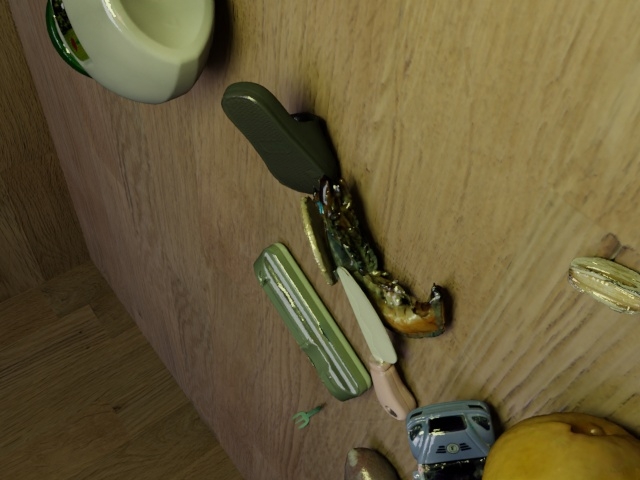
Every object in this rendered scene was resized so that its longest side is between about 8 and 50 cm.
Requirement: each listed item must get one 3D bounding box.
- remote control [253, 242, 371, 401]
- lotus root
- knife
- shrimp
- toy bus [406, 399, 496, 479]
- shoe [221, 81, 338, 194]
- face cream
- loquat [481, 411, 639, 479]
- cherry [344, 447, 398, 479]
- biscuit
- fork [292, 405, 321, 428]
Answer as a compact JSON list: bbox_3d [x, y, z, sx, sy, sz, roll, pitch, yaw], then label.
[{"bbox_3d":[-0.025,0.165,1.207,0.335,0.065,0.128,56,150,8],"label":"remote control"},{"bbox_3d":[0.285,0.043,0.596,0.083,0.030,0.037,33,149,44],"label":"lotus root"},{"bbox_3d":[0.092,0.179,0.985,0.081,0.043,0.336,22,145,46],"label":"knife"},{"bbox_3d":[0.085,0.035,0.879,0.222,0.054,0.290,19,141,55],"label":"shrimp"},{"bbox_3d":[0.212,0.378,0.887,0.133,0.125,0.292,-75,-30,-65],"label":"toy bus"},{"bbox_3d":[-0.042,-0.160,0.889,0.108,0.093,0.241,7,153,36],"label":"shoe"},{"bbox_3d":[-0.315,-0.380,1.004,0.357,0.219,0.312,16,131,58],"label":"face cream"},{"bbox_3d":[0.274,0.290,0.660,0.208,0.208,0.208,41,147,34],"label":"loquat"},{"bbox_3d":[0.089,0.504,1.293,0.148,0.115,0.188,45,161,-11],"label":"cherry"},{"bbox_3d":[0.000,0.000,0.971,0.152,0.020,0.152,-18,-90,-80],"label":"biscuit"},{"bbox_3d":[-0.025,0.432,1.518,0.039,0.021,0.235,51,150,9],"label":"fork"}]
